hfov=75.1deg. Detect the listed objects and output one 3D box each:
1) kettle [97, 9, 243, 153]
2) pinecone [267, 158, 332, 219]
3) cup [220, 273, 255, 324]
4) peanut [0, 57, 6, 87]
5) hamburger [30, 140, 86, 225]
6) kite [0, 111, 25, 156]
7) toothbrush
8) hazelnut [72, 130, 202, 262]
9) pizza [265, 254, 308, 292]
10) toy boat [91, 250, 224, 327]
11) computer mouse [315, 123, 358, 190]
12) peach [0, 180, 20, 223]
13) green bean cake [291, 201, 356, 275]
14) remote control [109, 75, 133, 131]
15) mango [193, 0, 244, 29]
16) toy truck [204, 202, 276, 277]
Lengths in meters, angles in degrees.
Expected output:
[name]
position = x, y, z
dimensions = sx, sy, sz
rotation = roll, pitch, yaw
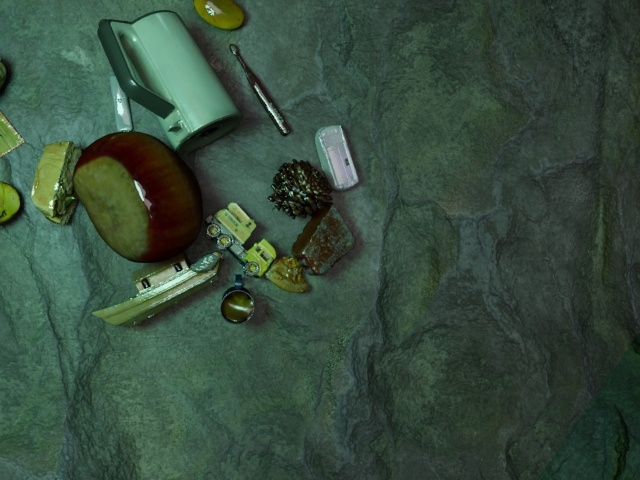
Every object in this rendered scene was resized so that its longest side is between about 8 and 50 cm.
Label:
[kettle]
position = -0.472, -0.485, 1.290
dimensions = 0.250, 0.361, 0.377
rotation = -26, 97, 32
[pinecone]
position = -0.080, -0.173, 1.457
dimensions = 0.221, 0.221, 0.222
rotation = -1, 92, -12
[cup]
position = -0.281, 0.205, 1.452
dimensions = 0.113, 0.138, 0.150
rotation = 32, 85, -12
[peanut]
position = -1.069, -0.448, 1.228
dimensions = 0.143, 0.159, 0.291
rotation = 31, 86, 9
[hamburger]
position = -0.839, -0.185, 1.331
dimensions = 0.130, 0.124, 0.262
rotation = 13, 85, 6
[kite]
position = -1.140, -0.334, 1.302
dimensions = 0.377, 0.013, 0.328
rotation = 15, 90, -15
[toothbrush]
position = -0.219, -0.536, 1.487
dimensions = 0.041, 0.041, 0.364
rotation = -35, 99, -9
[hazelnut]
position = -0.549, -0.131, 1.293
dimensions = 0.359, 0.359, 0.410
rotation = -23, 95, -11
[pizza]
position = -0.105, 0.112, 1.507
dimensions = 0.182, 0.062, 0.161
rotation = 39, 48, -33
[toy boat]
position = -0.535, 0.150, 1.400
dimensions = 0.445, 0.136, 0.162
rotation = -29, 93, -9
[computer mouse]
position = 0.062, -0.307, 1.549
dimensions = 0.125, 0.056, 0.245
rotation = -21, 96, -11
[peach]
position = -1.024, -0.110, 1.287
dimensions = 0.151, 0.118, 0.151
rotation = 21, 61, -43
[green bean cake]
position = 0.000, 0.000, 1.506
dimensions = 0.232, 0.097, 0.199
rotation = -43, 105, -25
[remote control]
position = -0.669, -0.460, 1.395
dimensions = 0.049, 0.027, 0.184
rotation = -8, 95, -12
[mango]
position = -0.352, -0.788, 1.424
dimensions = 0.178, 0.090, 0.115
rotation = 35, 77, -20
[toy truck]
position = -0.273, -0.002, 1.457
dimensions = 0.272, 0.124, 0.157
rotation = 46, 74, -8
